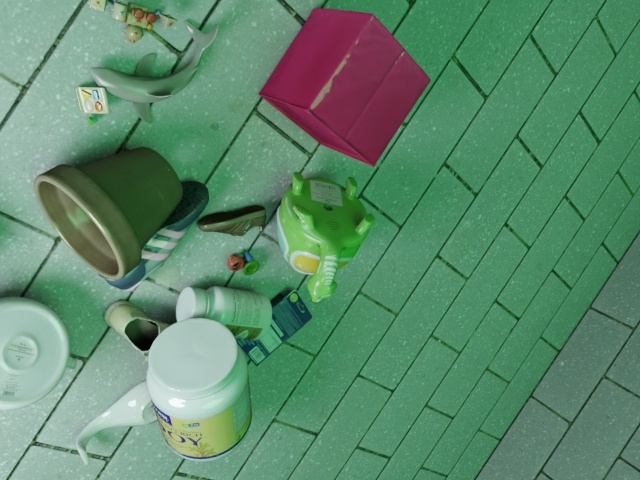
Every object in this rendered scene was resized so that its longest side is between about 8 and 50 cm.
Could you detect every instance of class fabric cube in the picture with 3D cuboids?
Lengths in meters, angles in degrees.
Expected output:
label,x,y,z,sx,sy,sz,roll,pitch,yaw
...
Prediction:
label,x,y,z,sx,sy,sz,roll,pitch,yaw
fabric cube,0.058,-0.374,1.414,0.259,0.254,0.258,32,90,-40

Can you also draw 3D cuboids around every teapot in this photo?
label,x,y,z,sx,sy,sz,roll,pitch,yaw
teapot,-0.679,0.240,1.238,0.252,0.187,0.255,-42,115,-47

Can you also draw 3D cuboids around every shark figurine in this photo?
label,x,y,z,sx,sy,sz,roll,pitch,yaw
shark figurine,-0.326,-0.350,1.254,0.278,0.116,0.166,-33,127,-16

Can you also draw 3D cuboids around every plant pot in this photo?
label,x,y,z,sx,sy,sz,roll,pitch,yaw
plant pot,-0.430,-0.083,1.242,0.229,0.263,0.262,-45,131,-34

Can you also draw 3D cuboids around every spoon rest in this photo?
label,x,y,z,sx,sy,sz,roll,pitch,yaw
spoon rest,-0.516,0.466,1.526,0.276,0.084,0.137,-31,127,-36

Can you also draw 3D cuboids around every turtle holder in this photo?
label,x,y,z,sx,sy,sz,roll,pitch,yaw
turtle holder,0.012,-0.008,1.518,0.244,0.320,0.227,-14,143,-36

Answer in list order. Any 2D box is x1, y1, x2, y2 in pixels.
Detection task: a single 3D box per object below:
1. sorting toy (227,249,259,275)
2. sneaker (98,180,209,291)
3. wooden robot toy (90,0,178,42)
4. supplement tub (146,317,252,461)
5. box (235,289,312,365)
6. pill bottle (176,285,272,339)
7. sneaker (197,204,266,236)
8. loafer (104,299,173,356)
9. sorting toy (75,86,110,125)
label,x,y,z,sx,sy,sz,roll,pitch,yaw
sorting toy,-0.211,0.056,1.567,0.061,0.042,0.102,-51,143,15
sneaker,-0.386,-0.009,1.390,0.319,0.112,0.131,-43,153,-14
wooden robot toy,-0.388,-0.447,1.196,0.174,0.076,0.078,4,119,-35
supplement tub,-0.297,0.374,1.441,0.241,0.241,0.331,-24,140,-24
box,-0.138,0.251,1.702,0.225,0.036,0.136,-39,128,-13
pill bottle,-0.255,0.190,1.532,0.229,0.131,0.131,15,102,-38
sneaker,-0.223,-0.037,1.494,0.189,0.066,0.071,-15,119,-28
loafer,-0.426,0.249,1.466,0.101,0.092,0.268,-53,129,-3
sorting toy,-0.478,-0.282,1.221,0.062,0.012,0.083,1,123,3
